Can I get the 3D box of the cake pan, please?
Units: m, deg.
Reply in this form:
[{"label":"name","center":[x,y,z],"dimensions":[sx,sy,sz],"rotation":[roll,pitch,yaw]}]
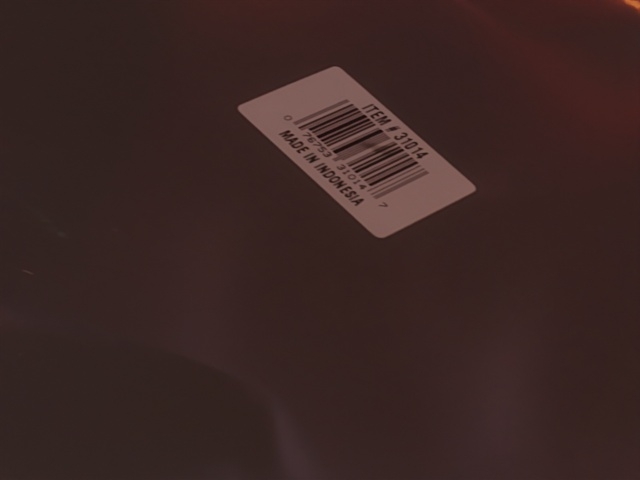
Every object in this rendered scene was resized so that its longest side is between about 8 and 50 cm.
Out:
[{"label":"cake pan","center":[0.000,0.000,0.415],"dimensions":[0.293,0.293,0.054],"rotation":[1,-45,-19]}]
